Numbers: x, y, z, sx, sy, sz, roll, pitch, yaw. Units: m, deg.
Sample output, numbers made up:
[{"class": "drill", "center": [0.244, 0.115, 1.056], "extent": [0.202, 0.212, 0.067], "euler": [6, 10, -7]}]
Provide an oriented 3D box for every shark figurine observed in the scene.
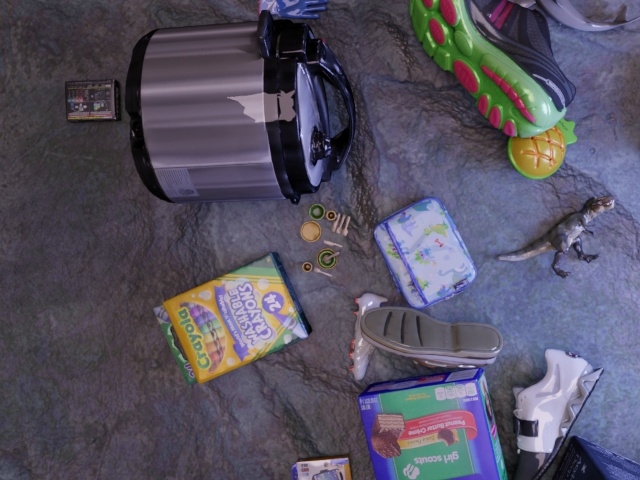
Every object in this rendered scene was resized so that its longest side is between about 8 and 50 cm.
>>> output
[{"class": "shark figurine", "center": [0.520, -0.500, 1.602], "extent": [0.278, 0.116, 0.166], "euler": [40, 97, 6]}]

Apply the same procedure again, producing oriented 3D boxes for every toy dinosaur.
[{"class": "toy dinosaur", "center": [0.525, 0.011, 1.645], "extent": [0.268, 0.064, 0.118], "euler": [-33, 82, 9]}]

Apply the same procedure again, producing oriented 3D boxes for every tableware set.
[{"class": "tableware set", "center": [0.000, 0.000, 1.719], "extent": [0.104, 0.024, 0.154], "euler": [19, 94, 6]}]

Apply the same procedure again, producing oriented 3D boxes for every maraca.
[{"class": "maraca", "center": [0.471, -0.209, 1.626], "extent": [0.186, 0.099, 0.127], "euler": [-45, 97, -19]}]

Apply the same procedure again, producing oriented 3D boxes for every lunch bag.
[{"class": "lunch bag", "center": [0.225, 0.029, 1.664], "extent": [0.176, 0.090, 0.219], "euler": [-26, 88, 9]}]

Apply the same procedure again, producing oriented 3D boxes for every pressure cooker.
[{"class": "pressure cooker", "center": [-0.138, -0.254, 1.555], "extent": [0.421, 0.370, 0.375], "euler": [-2, 95, 10]}]

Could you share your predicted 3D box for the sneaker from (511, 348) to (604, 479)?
[{"class": "sneaker", "center": [0.466, 0.384, 1.646], "extent": [0.146, 0.122, 0.330], "euler": [28, 96, 23]}]

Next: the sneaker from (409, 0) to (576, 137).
[{"class": "sneaker", "center": [0.354, -0.432, 1.613], "extent": [0.202, 0.185, 0.482], "euler": [-26, 79, -30]}]

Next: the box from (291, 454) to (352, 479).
[{"class": "box", "center": [0.002, 0.533, 1.735], "extent": [0.136, 0.028, 0.081], "euler": [-8, 91, 5]}]

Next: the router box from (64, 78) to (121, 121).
[{"class": "router box", "center": [-0.522, -0.320, 1.760], "extent": [0.123, 0.038, 0.092], "euler": [-1, 91, 7]}]

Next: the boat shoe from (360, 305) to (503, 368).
[{"class": "boat shoe", "center": [0.229, 0.223, 1.644], "extent": [0.302, 0.103, 0.113], "euler": [11, 50, 2]}]

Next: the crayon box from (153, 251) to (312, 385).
[{"class": "crayon box", "center": [-0.207, 0.183, 1.719], "extent": [0.323, 0.083, 0.203], "euler": [-25, 89, 7]}]

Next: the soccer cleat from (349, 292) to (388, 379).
[{"class": "soccer cleat", "center": [0.107, 0.214, 1.695], "extent": [0.076, 0.068, 0.196], "euler": [6, 90, 3]}]

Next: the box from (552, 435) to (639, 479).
[{"class": "box", "center": [0.568, 0.602, 1.489], "extent": [0.212, 0.395, 0.293], "euler": [24, 94, 5]}]

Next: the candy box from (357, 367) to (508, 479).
[{"class": "candy box", "center": [0.246, 0.454, 1.632], "extent": [0.268, 0.122, 0.317], "euler": [-13, 91, 21]}]

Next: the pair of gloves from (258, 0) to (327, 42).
[{"class": "pair of gloves", "center": [-0.063, -0.483, 1.712], "extent": [0.159, 0.023, 0.198], "euler": [0, 93, 5]}]
